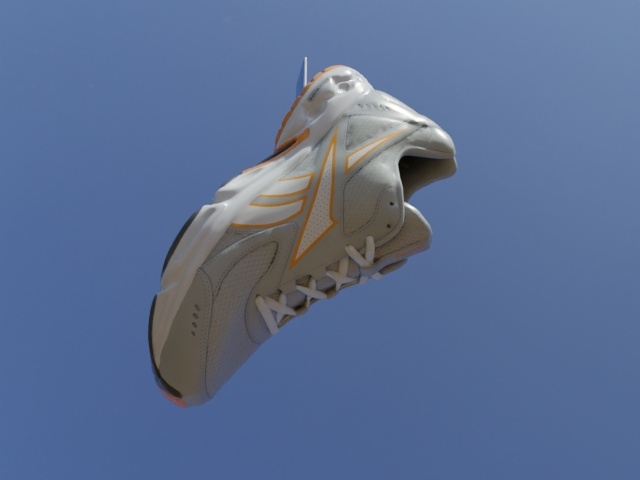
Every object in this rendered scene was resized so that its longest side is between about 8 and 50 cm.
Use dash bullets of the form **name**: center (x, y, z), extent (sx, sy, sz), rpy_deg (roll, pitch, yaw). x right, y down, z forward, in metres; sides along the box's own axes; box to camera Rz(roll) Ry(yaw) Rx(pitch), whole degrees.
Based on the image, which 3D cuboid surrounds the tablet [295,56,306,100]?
- **tablet**: center (-0.026, -0.202, 1.010), extent (0.006, 0.054, 0.083), rpy_deg (9, -128, -11)

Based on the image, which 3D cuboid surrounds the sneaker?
- **sneaker**: center (0.000, 0.000, 0.471), extent (0.121, 0.099, 0.262), rpy_deg (26, -114, 17)
